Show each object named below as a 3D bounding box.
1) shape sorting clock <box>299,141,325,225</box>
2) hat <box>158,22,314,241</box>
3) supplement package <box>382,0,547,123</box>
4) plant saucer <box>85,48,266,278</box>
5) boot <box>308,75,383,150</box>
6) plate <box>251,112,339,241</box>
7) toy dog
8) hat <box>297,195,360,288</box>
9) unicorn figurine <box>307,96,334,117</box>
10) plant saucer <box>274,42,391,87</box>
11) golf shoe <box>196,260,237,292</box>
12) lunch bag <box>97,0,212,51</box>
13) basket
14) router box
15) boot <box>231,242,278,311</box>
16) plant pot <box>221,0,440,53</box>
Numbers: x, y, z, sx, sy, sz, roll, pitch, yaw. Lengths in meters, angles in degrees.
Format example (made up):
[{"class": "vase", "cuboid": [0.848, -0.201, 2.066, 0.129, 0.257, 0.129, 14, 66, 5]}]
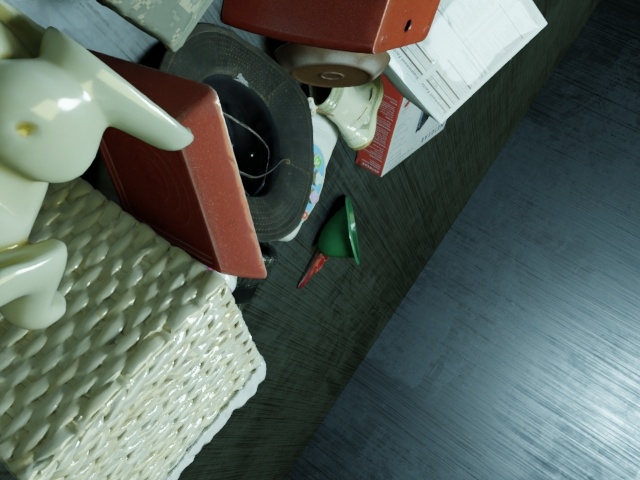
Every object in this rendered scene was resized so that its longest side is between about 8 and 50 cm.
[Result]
[{"class": "shape sorting clock", "cuboid": [-0.057, -0.091, 1.291, 0.206, 0.040, 0.206, -33, 138, -36]}, {"class": "hat", "cuboid": [-0.150, -0.143, 1.042, 0.134, 0.331, 0.331, -20, -171, 42]}, {"class": "supplement package", "cuboid": [0.228, -0.400, 1.301, 0.263, 0.199, 0.198, -44, 120, 8]}, {"class": "plant saucer", "cuboid": [-0.190, -0.082, 0.834, 0.048, 0.259, 0.258, -39, 135, -31]}, {"class": "boot", "cuboid": [0.050, -0.307, 1.375, 0.165, 0.077, 0.213, 38, 50, -44]}, {"class": "plate", "cuboid": [-0.075, -0.129, 1.318, 0.278, 0.045, 0.277, 11, 105, -56]}, {"class": "toy dog", "cuboid": [-0.365, -0.029, 0.577, 0.408, 0.285, 0.395, -56, 159, 1]}, {"class": "hat", "cuboid": [0.000, 0.000, 1.796, 0.173, 0.184, 0.208, 48, 34, -76]}, {"class": "unicorn figurine", "cuboid": [-0.073, -0.238, 1.178, 0.162, 0.060, 0.111, -23, 128, -1]}, {"class": "plant saucer", "cuboid": [0.020, -0.295, 1.181, 0.198, 0.199, 0.036, 12, 80, -68]}, {"class": "golf shoe", "cuboid": [-0.162, -0.010, 1.077, 0.140, 0.306, 0.115, -38, 116, -1]}, {"class": "lunch bag", "cuboid": [-0.169, -0.377, 0.674, 0.287, 0.169, 0.235, -55, 160, 4]}, {"class": "basket", "cuboid": [-0.299, 0.145, 0.903, 0.331, 0.328, 0.266, -47, 155, -26]}, {"class": "router box", "cuboid": [0.238, -0.360, 1.734, 0.335, 0.082, 0.301, -39, 152, -41]}, {"class": "boot", "cuboid": [-0.228, 0.122, 1.292, 0.260, 0.131, 0.348, -59, 171, 22]}, {"class": "plant pot", "cuboid": [0.050, -0.413, 1.020, 0.267, 0.236, 0.267, -31, 146, -50]}]
